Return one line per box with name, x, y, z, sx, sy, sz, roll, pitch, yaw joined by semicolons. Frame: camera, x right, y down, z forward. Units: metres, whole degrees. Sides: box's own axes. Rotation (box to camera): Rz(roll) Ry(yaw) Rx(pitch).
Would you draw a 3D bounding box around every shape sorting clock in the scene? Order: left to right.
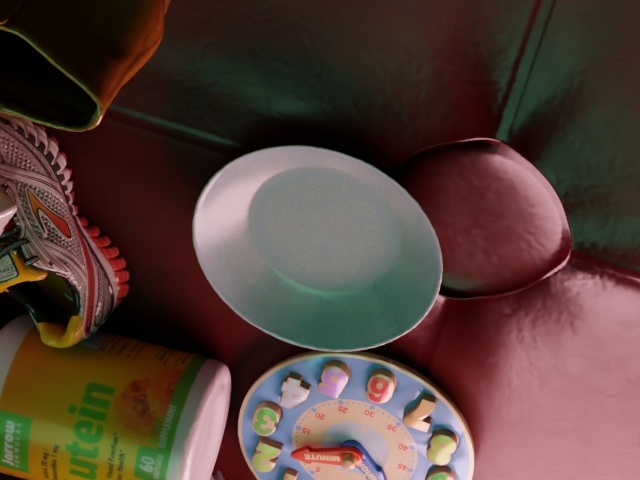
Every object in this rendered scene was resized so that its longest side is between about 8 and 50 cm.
shape sorting clock;0.029;0.178;1.155;0.206;0.040;0.206;8;129;11

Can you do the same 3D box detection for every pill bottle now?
pill bottle;-0.210;0.140;1.136;0.246;0.136;0.136;13;129;7

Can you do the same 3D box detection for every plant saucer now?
plant saucer;0.000;0.000;1.028;0.195;0.037;0.195;9;129;11

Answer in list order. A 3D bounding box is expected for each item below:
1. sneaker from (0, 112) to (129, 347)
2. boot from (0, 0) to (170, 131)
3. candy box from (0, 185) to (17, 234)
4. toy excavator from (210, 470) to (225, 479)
sneaker;-0.232;-0.013;1.055;0.088;0.092;0.225;-18;118;30
boot;-0.231;-0.195;0.837;0.295;0.211;0.104;29;129;-6
candy box;-0.327;-0.032;1.019;0.165;0.070;0.196;54;141;8
toy excavator;-0.218;0.387;1.130;0.433;0.445;0.222;31;129;-8
